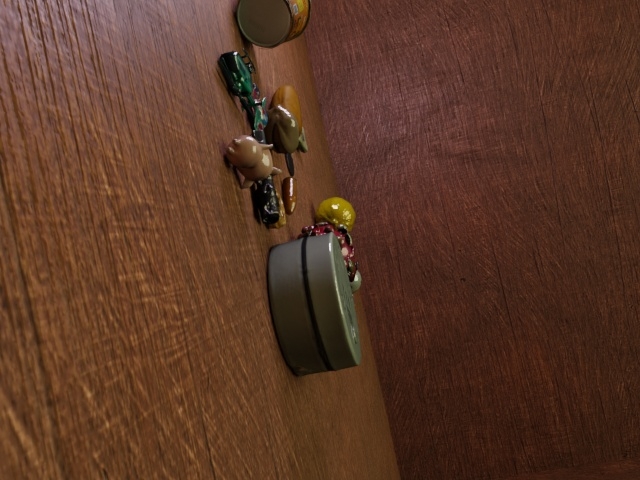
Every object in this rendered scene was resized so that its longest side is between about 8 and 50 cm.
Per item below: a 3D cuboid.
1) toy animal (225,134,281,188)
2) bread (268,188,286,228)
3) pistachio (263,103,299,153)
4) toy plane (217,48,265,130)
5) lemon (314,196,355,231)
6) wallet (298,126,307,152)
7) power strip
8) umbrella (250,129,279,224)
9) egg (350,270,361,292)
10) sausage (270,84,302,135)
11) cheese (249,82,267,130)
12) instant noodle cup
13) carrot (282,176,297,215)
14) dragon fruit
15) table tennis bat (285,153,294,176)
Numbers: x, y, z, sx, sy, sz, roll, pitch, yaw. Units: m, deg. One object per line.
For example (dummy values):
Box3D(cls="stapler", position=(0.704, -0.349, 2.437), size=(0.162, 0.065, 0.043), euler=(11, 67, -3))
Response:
Box3D(cls="toy animal", position=(-0.149, -0.168, 1.052), size=(0.150, 0.083, 0.089), euler=(40, 50, -59))
Box3D(cls="bread", position=(-0.119, -0.083, 1.254), size=(0.083, 0.044, 0.111), euler=(56, 21, -61))
Box3D(cls="pistachio", position=(-0.113, -0.314, 1.452), size=(0.149, 0.112, 0.113), euler=(83, 1, -53))
Box3D(cls="toy plane", position=(-0.183, -0.367, 1.194), size=(0.235, 0.060, 0.096), euler=(58, 28, -59))
Box3D(cls="lemon", position=(0.061, -0.092, 2.118), size=(0.193, 0.180, 0.181), euler=(-94, 168, -51))
Box3D(cls="wallet", position=(-0.091, -0.426, 2.032), size=(0.155, 0.039, 0.111), euler=(38, 44, -78))
Box3D(cls="power strip", position=(-0.007, 0.145, 1.255), size=(0.357, 0.161, 0.358), euler=(-13, 90, -82))
Box3D(cls="umbrella", position=(-0.137, -0.154, 1.196), size=(0.066, 0.059, 0.236), euler=(120, -40, -66))
Box3D(cls="egg", position=(0.116, 0.186, 2.282), size=(0.164, 0.131, 0.132), euler=(113, -28, -61))
Box3D(cls="sausage", position=(-0.112, -0.428, 1.638), size=(0.329, 0.111, 0.112), euler=(-94, 169, -50))
Box3D(cls="cheese", position=(-0.168, -0.352, 1.343), size=(0.095, 0.038, 0.145), euler=(62, 18, -64))
Box3D(cls="instant noodle cup", position=(-0.144, -0.666, 1.466), size=(0.172, 0.215, 0.216), euler=(-76, 153, -54))
Box3D(cls="carrot", position=(-0.091, -0.131, 1.525), size=(0.048, 0.048, 0.139), euler=(69, 12, -48))
Box3D(cls="dragon fruit", position=(0.022, 0.079, 1.555), size=(0.198, 0.218, 0.273), euler=(-5, 87, -37))
Box3D(cls="table tennis bat", position=(-0.109, -0.297, 1.781), size=(0.095, 0.014, 0.158), euler=(64, 17, -56))
